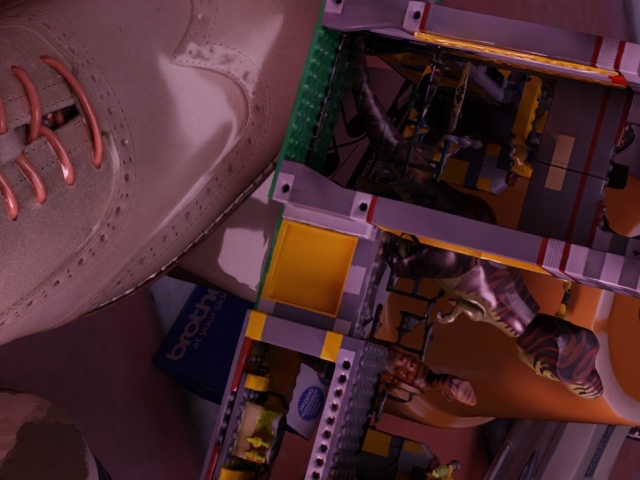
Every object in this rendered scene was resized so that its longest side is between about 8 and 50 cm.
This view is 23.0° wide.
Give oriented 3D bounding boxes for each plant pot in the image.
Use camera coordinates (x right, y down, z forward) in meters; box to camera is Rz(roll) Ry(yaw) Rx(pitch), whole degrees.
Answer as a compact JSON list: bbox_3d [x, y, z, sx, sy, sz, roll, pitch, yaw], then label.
[{"bbox_3d":[0.129,0.026,0.935,0.205,0.188,0.205,-12,108,-41],"label":"plant pot"},{"bbox_3d":[-0.078,-0.041,0.791,0.096,0.109,0.109,21,86,-30],"label":"plant pot"}]

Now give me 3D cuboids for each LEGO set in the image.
[{"bbox_3d":[0.090,0.041,0.713,0.255,0.192,0.331,44,63,-67],"label":"LEGO set"}]

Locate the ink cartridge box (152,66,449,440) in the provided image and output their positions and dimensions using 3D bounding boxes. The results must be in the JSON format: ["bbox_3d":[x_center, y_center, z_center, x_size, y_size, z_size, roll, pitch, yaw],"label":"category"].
[{"bbox_3d":[0.000,0.000,0.871,0.046,0.097,0.207,42,72,-41],"label":"ink cartridge box"}]

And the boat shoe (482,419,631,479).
[{"bbox_3d":[0.167,0.101,1.054,0.079,0.081,0.228,16,101,-54],"label":"boat shoe"}]

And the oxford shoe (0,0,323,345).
[{"bbox_3d":[-0.131,-0.020,0.643,0.397,0.146,0.140,-36,95,-18],"label":"oxford shoe"}]

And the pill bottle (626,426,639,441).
[{"bbox_3d":[0.272,0.042,1.122,0.122,0.122,0.219,19,86,-44],"label":"pill bottle"}]

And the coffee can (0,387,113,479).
[{"bbox_3d":[-0.130,0.234,0.734,0.201,0.201,0.275,-48,128,-25],"label":"coffee can"}]

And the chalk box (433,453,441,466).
[{"bbox_3d":[0.055,0.241,0.880,0.132,0.213,0.132,-19,115,-9],"label":"chalk box"}]

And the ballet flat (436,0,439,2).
[{"bbox_3d":[0.035,-0.150,0.896,0.188,0.070,0.070,-32,121,-38],"label":"ballet flat"}]
